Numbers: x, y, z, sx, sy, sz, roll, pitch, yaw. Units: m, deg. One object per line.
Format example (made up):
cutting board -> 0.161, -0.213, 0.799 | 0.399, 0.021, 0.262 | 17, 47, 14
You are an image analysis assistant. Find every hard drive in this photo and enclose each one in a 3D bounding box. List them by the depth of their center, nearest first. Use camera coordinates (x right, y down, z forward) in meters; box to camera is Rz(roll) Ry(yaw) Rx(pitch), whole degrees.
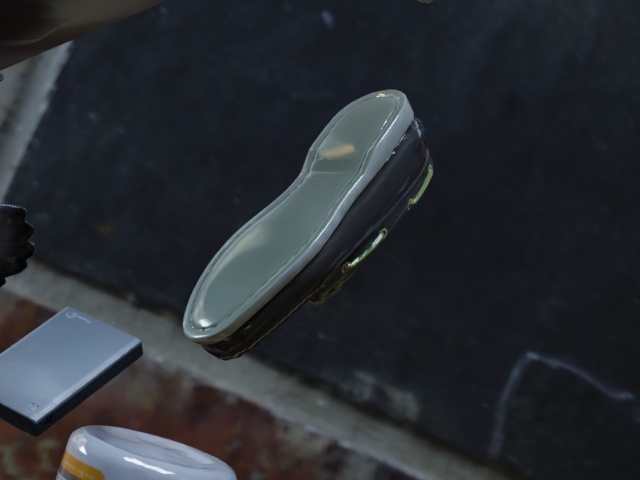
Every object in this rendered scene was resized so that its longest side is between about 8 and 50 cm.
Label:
hard drive -> -0.236, 0.114, 1.486 | 0.094, 0.135, 0.022 | 21, 131, 31

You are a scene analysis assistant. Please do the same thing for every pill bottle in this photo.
pill bottle -> -0.186, 0.319, 1.519 | 0.162, 0.162, 0.278 | 18, 92, 25

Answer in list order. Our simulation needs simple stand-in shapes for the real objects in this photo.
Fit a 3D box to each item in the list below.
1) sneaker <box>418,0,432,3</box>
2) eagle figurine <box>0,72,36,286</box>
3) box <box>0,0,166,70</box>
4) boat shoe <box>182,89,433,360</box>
sneaker -> 0.039, -0.276, 1.392 | 0.217, 0.121, 0.079 | -94, 23, -51
eagle figurine -> -0.380, -0.058, 1.326 | 0.225, 0.298, 0.226 | 37, 107, 21
box -> -0.261, -0.232, 1.053 | 0.294, 0.296, 0.182 | -14, 76, 46
boat shoe -> 0.000, 0.000, 1.095 | 0.081, 0.068, 0.228 | 9, 50, 47
